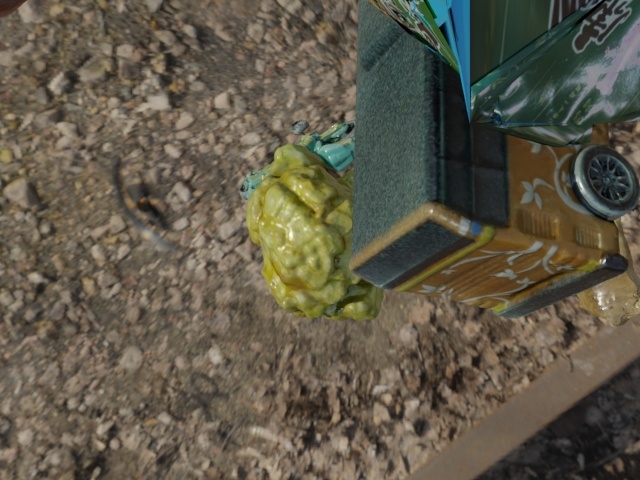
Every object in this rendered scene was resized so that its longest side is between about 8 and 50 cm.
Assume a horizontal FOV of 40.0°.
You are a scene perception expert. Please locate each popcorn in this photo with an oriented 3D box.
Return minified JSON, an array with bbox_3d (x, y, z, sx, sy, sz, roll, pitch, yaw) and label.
[{"bbox_3d":[0.000,0.000,1.218,0.195,0.256,0.255,-28,64,8],"label":"popcorn"}]

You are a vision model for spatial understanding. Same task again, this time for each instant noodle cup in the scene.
[{"bbox_3d":[0.100,-0.183,0.424,0.240,0.178,0.240,-19,128,-26],"label":"instant noodle cup"}]

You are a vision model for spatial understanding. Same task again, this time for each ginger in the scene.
[{"bbox_3d":[0.396,0.041,1.232,0.096,0.067,0.165,-24,69,44],"label":"ginger"}]

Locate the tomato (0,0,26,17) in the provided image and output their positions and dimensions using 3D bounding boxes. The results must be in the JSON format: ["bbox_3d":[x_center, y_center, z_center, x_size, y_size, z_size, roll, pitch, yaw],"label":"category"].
[{"bbox_3d":[-0.394,-0.309,1.040,0.155,0.155,0.069,-26,79,8],"label":"tomato"}]

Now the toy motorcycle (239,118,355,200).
[{"bbox_3d":[-0.046,-0.141,1.730,0.296,0.198,0.109,-30,116,18],"label":"toy motorcycle"}]

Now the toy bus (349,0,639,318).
[{"bbox_3d":[0.111,-0.101,0.623,0.167,0.138,0.275,12,67,-20],"label":"toy bus"}]
